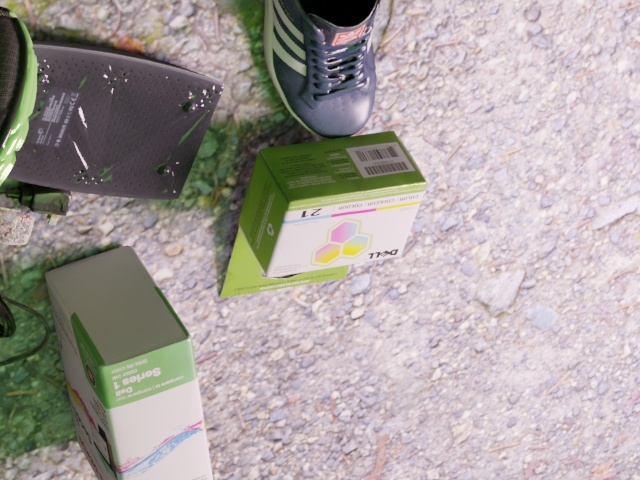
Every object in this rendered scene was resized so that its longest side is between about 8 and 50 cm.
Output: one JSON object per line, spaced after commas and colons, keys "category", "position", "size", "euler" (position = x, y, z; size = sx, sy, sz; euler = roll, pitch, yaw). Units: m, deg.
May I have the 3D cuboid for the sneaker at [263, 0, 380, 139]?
{"category": "sneaker", "position": [0.013, -0.238, 2.078], "size": [0.131, 0.148, 0.350], "euler": [-25, 131, -13]}

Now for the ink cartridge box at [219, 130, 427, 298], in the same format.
{"category": "ink cartridge box", "position": [0.000, 0.000, 2.239], "size": [0.188, 0.097, 0.255], "euler": [-9, 139, -26]}

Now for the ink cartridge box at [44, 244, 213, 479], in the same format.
{"category": "ink cartridge box", "position": [-0.224, 0.181, 2.193], "size": [0.117, 0.201, 0.278], "euler": [-19, 129, -18]}

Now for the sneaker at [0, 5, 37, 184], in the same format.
{"category": "sneaker", "position": [-0.476, -0.074, 1.844], "size": [0.483, 0.185, 0.202], "euler": [-46, 134, -15]}

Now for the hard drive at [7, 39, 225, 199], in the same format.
{"category": "hard drive", "position": [-0.248, -0.137, 2.058], "size": [0.254, 0.054, 0.172], "euler": [8, 117, -34]}

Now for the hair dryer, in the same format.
{"category": "hair dryer", "position": [-0.408, 0.022, 2.021], "size": [0.293, 0.080, 0.224], "euler": [11, 91, -32]}
